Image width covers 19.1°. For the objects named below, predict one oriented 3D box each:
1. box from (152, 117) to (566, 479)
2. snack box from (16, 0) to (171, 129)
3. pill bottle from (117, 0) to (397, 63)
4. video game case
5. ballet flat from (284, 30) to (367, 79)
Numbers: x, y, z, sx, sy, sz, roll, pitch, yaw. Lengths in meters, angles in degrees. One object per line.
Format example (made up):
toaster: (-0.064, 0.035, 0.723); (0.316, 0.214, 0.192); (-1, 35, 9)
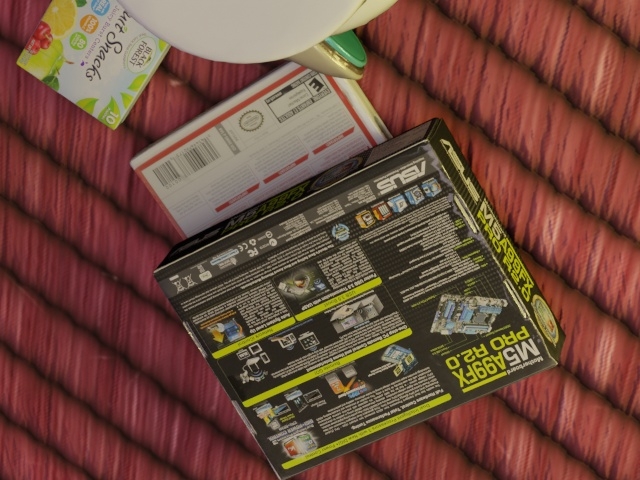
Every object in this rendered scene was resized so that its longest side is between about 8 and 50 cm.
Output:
box: (0.030, 0.052, 1.557); (0.270, 0.060, 0.216); (-26, 105, 23)
snack box: (-0.170, -0.175, 1.551); (0.100, 0.037, 0.141); (33, 116, -3)
pill bottle: (-0.010, -0.264, 1.276); (0.224, 0.392, 0.224); (5, 113, 12)
video game case: (0.000, 0.000, 1.590); (0.204, 0.025, 0.285); (-29, 102, 23)
ballet flat: (-0.064, -0.209, 1.488); (0.086, 0.086, 0.248); (-37, 91, 24)
